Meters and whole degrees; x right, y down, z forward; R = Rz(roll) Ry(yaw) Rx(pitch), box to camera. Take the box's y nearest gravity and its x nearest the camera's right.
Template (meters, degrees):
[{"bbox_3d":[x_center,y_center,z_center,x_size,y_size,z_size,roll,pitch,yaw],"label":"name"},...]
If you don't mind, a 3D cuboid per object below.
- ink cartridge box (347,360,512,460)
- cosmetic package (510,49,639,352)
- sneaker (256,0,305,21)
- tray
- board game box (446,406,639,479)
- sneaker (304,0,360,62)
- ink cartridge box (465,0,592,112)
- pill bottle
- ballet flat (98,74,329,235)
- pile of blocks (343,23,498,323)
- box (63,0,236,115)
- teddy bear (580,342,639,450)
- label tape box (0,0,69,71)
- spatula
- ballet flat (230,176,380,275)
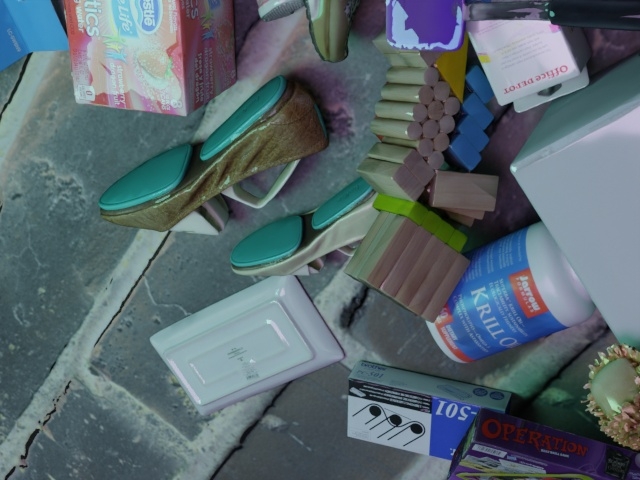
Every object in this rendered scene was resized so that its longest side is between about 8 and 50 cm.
[{"bbox_3d":[0.138,0.226,1.375,0.207,0.046,0.097,10,119,18],"label":"ink cartridge box"},{"bbox_3d":[0.394,0.041,1.068,0.161,0.230,0.453,-28,100,32],"label":"cosmetic package"},{"bbox_3d":[-0.051,-0.283,1.172,0.051,0.134,0.070,-14,99,-5],"label":"sneaker"},{"bbox_3d":[-0.110,0.151,1.457,0.270,0.030,0.145,-26,102,31],"label":"tray"},{"bbox_3d":[0.330,0.288,1.227,0.346,0.056,0.208,16,151,5],"label":"board game box"},{"bbox_3d":[0.093,-0.352,1.074,0.182,0.158,0.410,15,126,-4],"label":"sneaker"},{"bbox_3d":[0.215,-0.214,1.104,0.092,0.090,0.143,-18,105,29],"label":"ink cartridge box"},{"bbox_3d":[0.234,0.050,1.203,0.221,0.124,0.124,-26,102,31],"label":"pill bottle"},{"bbox_3d":[-0.127,-0.078,1.322,0.342,0.116,0.124,-29,119,28],"label":"ballet flat"},{"bbox_3d":[0.113,-0.097,1.195,0.112,0.148,0.362,21,103,62],"label":"pile of blocks"},{"bbox_3d":[-0.193,-0.309,1.204,0.154,0.142,0.300,9,117,20],"label":"box"},{"bbox_3d":[0.395,0.199,0.960,0.338,0.113,0.245,33,117,15],"label":"teddy bear"},{"bbox_3d":[-0.515,-0.306,1.328,0.333,0.106,0.241,3,135,23],"label":"label tape box"},{"bbox_3d":[0.199,-0.223,1.033,0.296,0.030,0.084,6,110,21],"label":"spatula"},{"bbox_3d":[0.000,0.000,1.313,0.248,0.086,0.086,-26,102,30],"label":"ballet flat"}]
